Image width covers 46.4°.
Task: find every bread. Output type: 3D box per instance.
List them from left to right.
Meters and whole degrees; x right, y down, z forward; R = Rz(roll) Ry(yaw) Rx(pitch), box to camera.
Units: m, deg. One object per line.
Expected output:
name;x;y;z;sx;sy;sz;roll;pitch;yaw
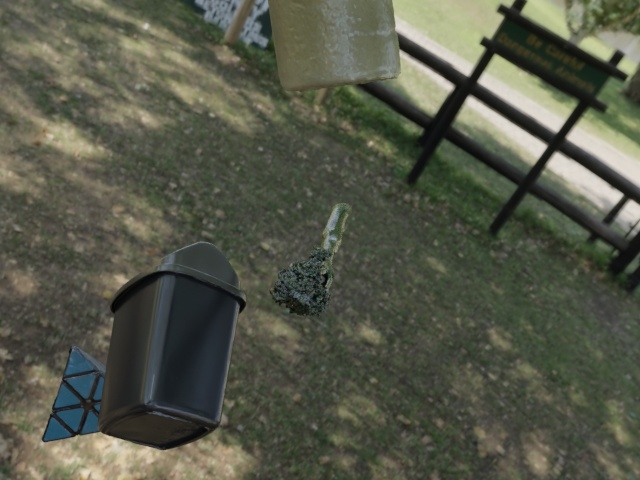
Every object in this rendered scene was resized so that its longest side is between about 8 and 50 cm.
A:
bread;0.015;-0.240;0.823;0.133;0.141;0.148;-7;12;13

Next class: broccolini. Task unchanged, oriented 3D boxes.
broccolini;0.005;0.002;1.093;0.078;0.074;0.392;41;22;-9

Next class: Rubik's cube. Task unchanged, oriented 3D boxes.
Rubik's cube;-0.415;0.311;1.512;0.178;0.212;0.190;24;16;5

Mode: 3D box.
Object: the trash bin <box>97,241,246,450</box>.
trash bin;-0.232;0.160;1.163;0.182;0.209;0.291;27;49;-32
